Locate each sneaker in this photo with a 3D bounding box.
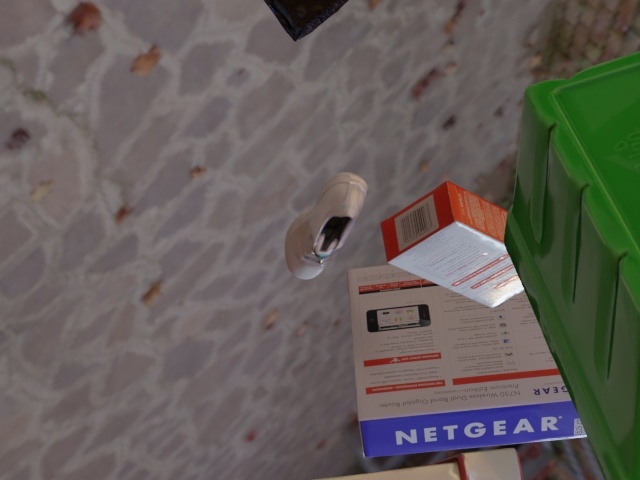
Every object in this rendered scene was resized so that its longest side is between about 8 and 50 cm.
[{"bbox_3d":[0.000,0.000,1.730,0.212,0.080,0.094,119,-17,-44],"label":"sneaker"}]

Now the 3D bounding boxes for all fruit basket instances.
[{"bbox_3d":[0.318,0.068,0.927,0.283,0.392,0.392,-17,163,4],"label":"fruit basket"}]

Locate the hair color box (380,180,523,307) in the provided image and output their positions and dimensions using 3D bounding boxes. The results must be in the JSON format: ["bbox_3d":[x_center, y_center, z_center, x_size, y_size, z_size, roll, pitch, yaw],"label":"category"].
[{"bbox_3d":[0.152,0.007,1.222,0.167,0.053,0.093,24,136,-38],"label":"hair color box"}]

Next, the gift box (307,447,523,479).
[{"bbox_3d":[0.046,0.312,0.936,0.258,0.276,0.255,-6,171,-13],"label":"gift box"}]

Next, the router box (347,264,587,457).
[{"bbox_3d":[0.211,0.151,1.712,0.336,0.301,0.082,-6,131,4],"label":"router box"}]

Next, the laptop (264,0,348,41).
[{"bbox_3d":[-0.052,-0.344,1.169,0.234,0.264,0.137,-43,-166,-26],"label":"laptop"}]
